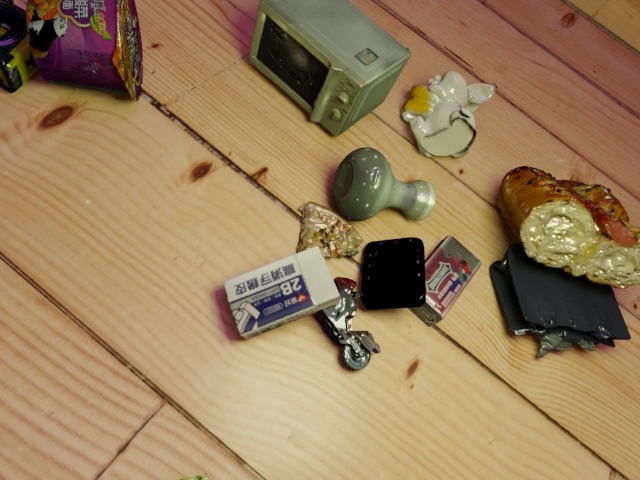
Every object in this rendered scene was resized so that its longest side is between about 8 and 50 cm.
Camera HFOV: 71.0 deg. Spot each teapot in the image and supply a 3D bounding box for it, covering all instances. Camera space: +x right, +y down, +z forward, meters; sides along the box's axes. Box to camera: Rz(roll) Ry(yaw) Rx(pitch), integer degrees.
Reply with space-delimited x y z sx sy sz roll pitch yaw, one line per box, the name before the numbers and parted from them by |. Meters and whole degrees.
teapot | 0.162 -0.124 1.134 0.251 0.183 0.183 12 57 -29

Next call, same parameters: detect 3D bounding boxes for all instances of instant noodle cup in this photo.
instant noodle cup | -0.528 -0.452 1.023 0.190 0.251 0.251 -1 62 -11

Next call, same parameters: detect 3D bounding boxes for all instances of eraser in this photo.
eraser | -0.078 0.106 0.917 0.210 0.068 0.124 -21 65 -4

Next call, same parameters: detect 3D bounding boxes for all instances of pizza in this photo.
pizza | 0.000 0.000 1.064 0.185 0.052 0.195 34 56 5

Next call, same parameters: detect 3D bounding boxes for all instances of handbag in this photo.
handbag | 0.613 0.166 1.158 0.325 0.118 0.269 11 52 -12

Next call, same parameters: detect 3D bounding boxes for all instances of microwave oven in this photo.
microwave oven | 0.018 -0.508 1.260 0.355 0.218 0.286 42 55 7

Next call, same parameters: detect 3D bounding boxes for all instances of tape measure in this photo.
tape measure | -0.724 -0.447 1.015 0.199 0.112 0.186 28 63 -10

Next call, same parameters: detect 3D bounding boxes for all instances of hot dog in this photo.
hot dog | 0.666 -0.070 1.210 0.367 0.196 0.365 19 26 -6

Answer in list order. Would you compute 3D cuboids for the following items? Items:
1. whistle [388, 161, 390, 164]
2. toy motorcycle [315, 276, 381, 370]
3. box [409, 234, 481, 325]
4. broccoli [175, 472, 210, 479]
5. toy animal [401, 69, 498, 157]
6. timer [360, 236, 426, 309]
whistle | 0.166 -0.187 1.238 0.109 0.046 0.057 -25 58 -36
toy motorcycle | 0.057 0.169 0.972 0.122 0.082 0.213 -30 83 -21
box | 0.298 0.094 1.109 0.120 0.069 0.224 42 56 7
broccoli | -0.223 0.505 0.603 0.375 0.302 0.249 -11 86 4
toy animal | 0.392 -0.400 1.368 0.247 0.183 0.310 24 51 -12
timer | 0.171 0.076 1.042 0.144 0.055 0.187 -7 46 19
